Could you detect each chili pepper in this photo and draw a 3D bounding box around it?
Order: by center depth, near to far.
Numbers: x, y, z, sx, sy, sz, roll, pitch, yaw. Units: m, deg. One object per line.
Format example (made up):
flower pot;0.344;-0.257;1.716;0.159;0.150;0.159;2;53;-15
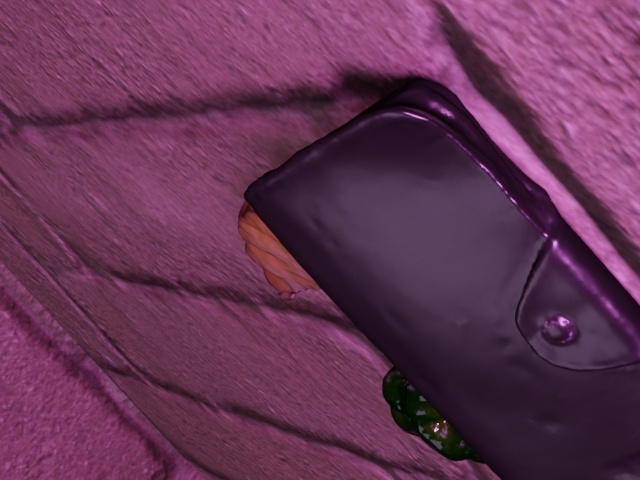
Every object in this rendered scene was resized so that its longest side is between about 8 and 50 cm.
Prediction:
chili pepper;0.134;0.129;1.243;0.099;0.083;0.253;57;157;-11

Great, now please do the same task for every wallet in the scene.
wallet;0.126;0.066;1.061;0.377;0.051;0.197;48;137;-12

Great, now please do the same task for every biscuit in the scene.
biscuit;0.000;0.000;1.272;0.183;0.061;0.118;17;146;51
